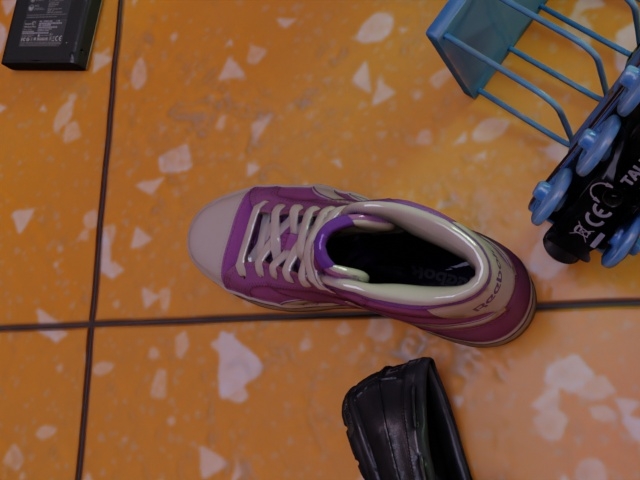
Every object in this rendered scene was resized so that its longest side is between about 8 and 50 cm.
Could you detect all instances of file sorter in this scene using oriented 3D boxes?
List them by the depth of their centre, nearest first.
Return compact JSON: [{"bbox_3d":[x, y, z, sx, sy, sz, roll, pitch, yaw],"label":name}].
[{"bbox_3d":[0.176,-0.166,0.644,0.104,0.118,0.170,37,93,24],"label":"file sorter"}]

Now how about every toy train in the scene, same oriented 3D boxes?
[{"bbox_3d":[0.201,-0.062,0.586,0.080,0.105,0.184,32,133,3],"label":"toy train"}]

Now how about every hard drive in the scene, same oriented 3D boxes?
[{"bbox_3d":[-0.254,-0.231,0.908,0.094,0.022,0.135,5,79,26],"label":"hard drive"}]

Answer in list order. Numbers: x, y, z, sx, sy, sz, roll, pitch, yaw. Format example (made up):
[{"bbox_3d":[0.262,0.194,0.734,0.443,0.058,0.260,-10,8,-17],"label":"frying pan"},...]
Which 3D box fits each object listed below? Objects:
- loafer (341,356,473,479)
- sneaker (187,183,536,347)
[{"bbox_3d":[0.085,0.183,0.617,0.078,0.076,0.223,-33,62,22],"label":"loafer"},{"bbox_3d":[0.000,-0.001,0.657,0.282,0.161,0.102,8,82,27],"label":"sneaker"}]
